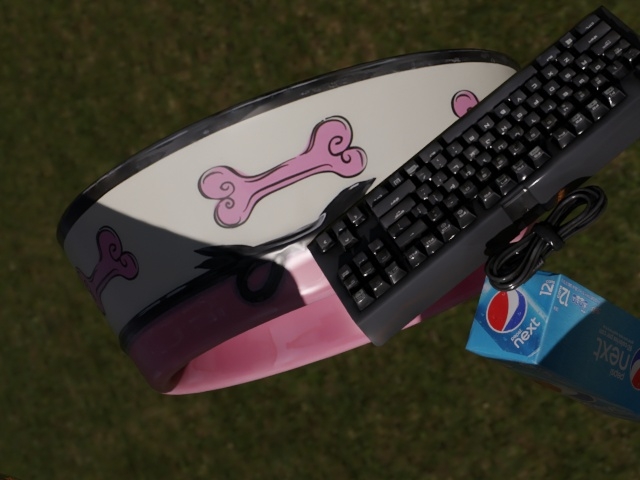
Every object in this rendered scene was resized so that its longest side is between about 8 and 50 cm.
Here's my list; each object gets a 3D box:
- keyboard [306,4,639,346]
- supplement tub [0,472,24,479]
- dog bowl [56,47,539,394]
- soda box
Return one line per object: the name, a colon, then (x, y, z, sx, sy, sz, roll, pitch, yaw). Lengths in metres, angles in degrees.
keyboard: (0.081, -0.027, 0.673, 0.023, 0.180, 0.108, 45, -172, -44)
supplement tub: (-0.198, 0.232, 0.859, 0.316, 0.193, 0.194, 13, 124, 16)
dog bowl: (0.000, 0.000, 1.226, 0.408, 0.408, 0.150, -38, 69, 57)
soda box: (0.204, 0.085, 1.163, 0.067, 0.210, 0.071, 9, 77, 44)
